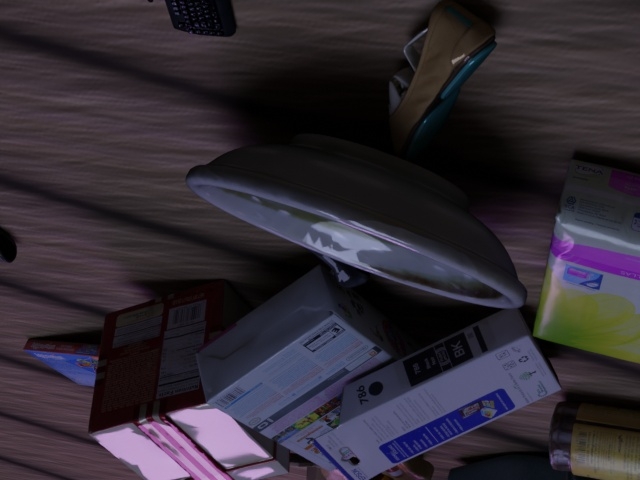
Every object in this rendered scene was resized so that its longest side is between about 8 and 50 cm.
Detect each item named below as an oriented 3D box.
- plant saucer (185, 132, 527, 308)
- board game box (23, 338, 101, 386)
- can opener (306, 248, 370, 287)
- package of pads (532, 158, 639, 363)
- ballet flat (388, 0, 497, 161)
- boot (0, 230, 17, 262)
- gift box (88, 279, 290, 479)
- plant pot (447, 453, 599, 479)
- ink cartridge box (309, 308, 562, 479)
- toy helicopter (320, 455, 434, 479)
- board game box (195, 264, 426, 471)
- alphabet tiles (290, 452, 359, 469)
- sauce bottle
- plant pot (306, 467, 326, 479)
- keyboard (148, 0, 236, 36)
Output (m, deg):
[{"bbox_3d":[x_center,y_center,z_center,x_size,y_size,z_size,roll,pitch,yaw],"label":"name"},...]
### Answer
[{"bbox_3d":[0.051,-0.035,1.434,0.400,0.101,0.400,20,173,2],"label":"plant saucer"},{"bbox_3d":[-0.402,0.226,2.294,0.281,0.027,0.145,-1,149,47],"label":"board game box"},{"bbox_3d":[0.000,0.000,1.663,0.186,0.073,0.059,33,-172,-22],"label":"can opener"},{"bbox_3d":[0.371,0.039,1.450,0.229,0.101,0.296,14,153,11],"label":"package of pads"},{"bbox_3d":[0.110,-0.163,1.289,0.073,0.080,0.232,46,150,8],"label":"ballet flat"},{"bbox_3d":[-0.595,-0.024,1.956,0.161,0.084,0.246,-20,140,40],"label":"boot"},{"bbox_3d":[-0.173,0.222,1.964,0.255,0.276,0.258,-12,138,24],"label":"gift box"},{"bbox_3d":[0.376,0.499,2.157,0.247,0.248,0.252,30,138,-22],"label":"plant pot"},{"bbox_3d":[0.154,0.218,1.773,0.332,0.065,0.165,-27,139,8],"label":"ink cartridge box"},{"bbox_3d":[0.096,0.339,2.177,0.235,0.140,0.355,30,141,-3],"label":"toy helicopter"},{"bbox_3d":[0.006,0.189,1.807,0.224,0.098,0.303,-34,136,16],"label":"board game box"},{"bbox_3d":[-0.040,0.354,2.072,0.237,0.009,0.198,0,172,36],"label":"alphabet tiles"},{"bbox_3d":[0.506,0.308,1.847,0.344,0.111,0.111,8,151,22],"label":"sauce bottle"},{"bbox_3d":[0.028,0.433,2.381,0.109,0.096,0.109,22,152,-6],"label":"plant pot"},{"bbox_3d":[-0.148,-0.262,1.278,0.100,0.038,0.192,11,151,14],"label":"keyboard"}]
